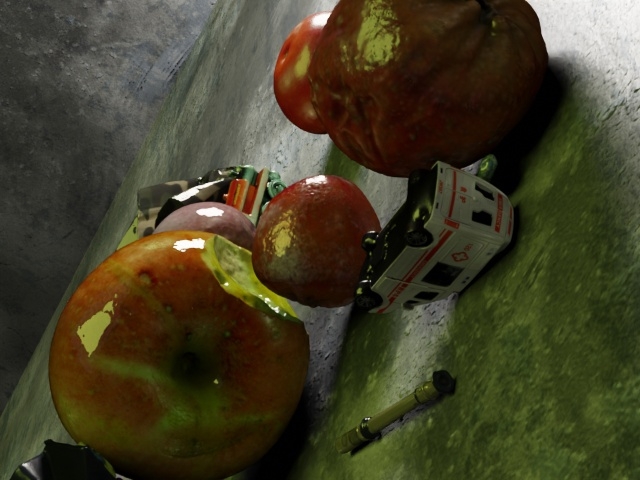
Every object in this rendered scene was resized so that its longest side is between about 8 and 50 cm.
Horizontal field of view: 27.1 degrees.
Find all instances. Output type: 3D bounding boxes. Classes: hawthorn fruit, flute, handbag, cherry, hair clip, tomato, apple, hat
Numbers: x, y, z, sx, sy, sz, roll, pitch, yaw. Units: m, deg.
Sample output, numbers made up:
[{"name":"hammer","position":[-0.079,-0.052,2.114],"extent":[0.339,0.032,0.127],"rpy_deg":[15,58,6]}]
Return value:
[{"name":"hawthorn fruit","position":[0.000,0.000,1.665],"extent":[0.173,0.173,0.173],"rpy_deg":[-56,19,31]},{"name":"hawthorn fruit","position":[0.112,-0.189,1.450],"extent":[0.262,0.258,0.258],"rpy_deg":[-24,36,24]},{"name":"flute","position":[0.073,0.188,1.420],"extent":[0.233,0.027,0.027],"rpy_deg":[-43,28,53]},{"name":"handbag","position":[-0.245,0.382,1.653],"extent":[0.122,0.303,0.329],"rpy_deg":[-47,11,-23]},{"name":"cherry","position":[-0.181,0.067,2.014],"extent":[0.206,0.239,0.239],"rpy_deg":[-24,-19,-43]},{"name":"hair clip","position":[0.154,-0.050,1.474],"extent":[0.066,0.036,0.229],"rpy_deg":[-67,10,-20]},{"name":"tomato","position":[0.005,-0.262,2.048],"extent":[0.195,0.136,0.195],"rpy_deg":[-55,21,32]},{"name":"apple","position":[-0.187,0.153,1.740],"extent":[0.339,0.340,0.339],"rpy_deg":[-56,19,31]},{"name":"hat","position":[-0.261,0.046,2.364],"extent":[0.366,0.257,0.381],"rpy_deg":[-140,57,-75]}]

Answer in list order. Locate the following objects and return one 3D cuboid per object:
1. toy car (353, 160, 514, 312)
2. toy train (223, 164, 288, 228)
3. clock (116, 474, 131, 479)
[{"name":"toy car","position":[0.114,0.011,1.407],"extent":[0.209,0.108,0.089],"rpy_deg":[127,157,-49]},{"name":"toy train","position":[-0.120,-0.047,2.176],"extent":[0.074,0.118,0.176],"rpy_deg":[-35,37,56]},{"name":"clock","position":[-0.239,0.328,2.068],"extent":[0.338,0.102,0.338],"rpy_deg":[-56,20,32]}]
